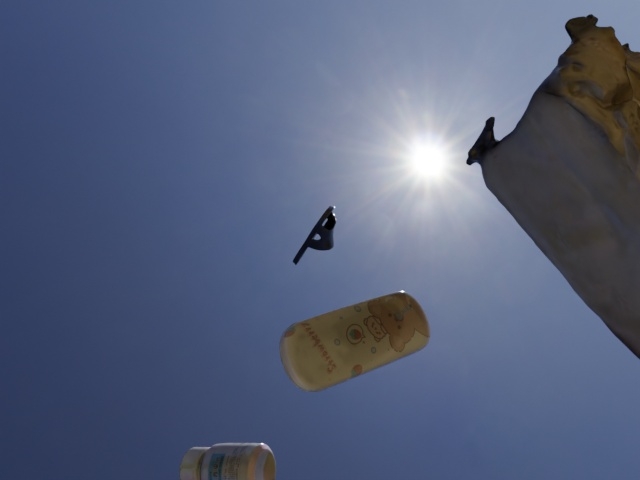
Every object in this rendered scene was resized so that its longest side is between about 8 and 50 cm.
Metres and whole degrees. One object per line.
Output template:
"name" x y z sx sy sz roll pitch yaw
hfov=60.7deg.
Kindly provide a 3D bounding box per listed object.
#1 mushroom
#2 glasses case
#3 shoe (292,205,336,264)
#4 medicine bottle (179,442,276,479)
"mushroom" 0.397 -0.038 0.526 0.314 0.224 0.397 -21 -119 -16
"glasses case" 0.045 0.111 0.625 0.204 0.051 0.080 -13 -104 -36
"shoe" 0.000 0.000 1.030 0.053 0.159 0.062 38 -140 1
"medicine bottle" -0.093 0.231 0.547 0.052 0.089 0.052 35 -130 -57
